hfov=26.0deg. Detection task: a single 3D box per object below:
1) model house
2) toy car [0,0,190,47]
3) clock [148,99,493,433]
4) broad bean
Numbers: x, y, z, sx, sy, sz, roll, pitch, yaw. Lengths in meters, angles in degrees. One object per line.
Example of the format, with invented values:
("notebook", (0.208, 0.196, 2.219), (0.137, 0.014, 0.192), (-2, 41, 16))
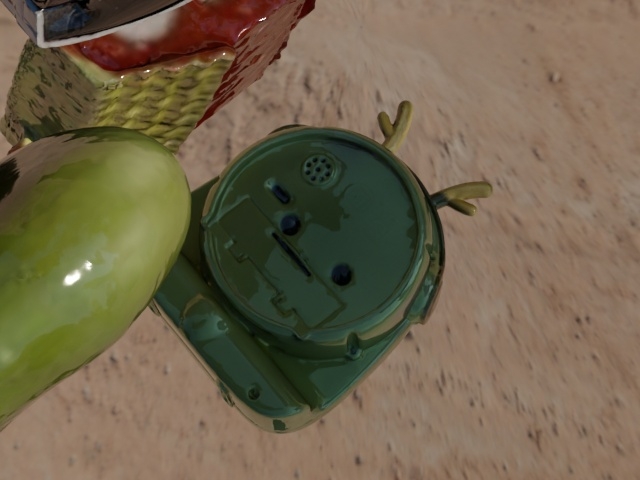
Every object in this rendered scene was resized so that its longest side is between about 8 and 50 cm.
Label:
("model house", (-0.136, -0.154, 1.051), (0.160, 0.196, 0.254), (42, 62, -1))
("toy car", (-0.076, -0.168, 0.444), (0.089, 0.210, 0.108), (-24, 59, -27))
("clock", (0.000, 0.000, 1.226), (0.308, 0.096, 0.235), (-39, 73, -12))
("broad bean", (-0.197, 0.042, 0.799), (0.291, 0.238, 0.119), (-40, 101, 0))
